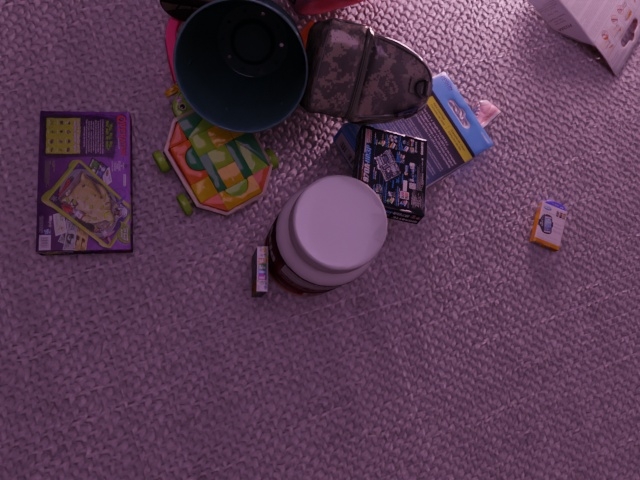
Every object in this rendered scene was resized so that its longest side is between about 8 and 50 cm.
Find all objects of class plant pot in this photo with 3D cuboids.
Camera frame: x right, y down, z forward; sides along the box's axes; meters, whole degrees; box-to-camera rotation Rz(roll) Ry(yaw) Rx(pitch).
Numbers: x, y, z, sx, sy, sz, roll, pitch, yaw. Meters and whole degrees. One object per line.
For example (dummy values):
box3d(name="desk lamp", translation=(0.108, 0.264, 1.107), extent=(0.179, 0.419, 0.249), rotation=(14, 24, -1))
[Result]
box3d(name="plant pot", translation=(-0.172, -0.432, 1.331), extent=(0.293, 0.235, 0.293), rotation=(0, 123, 0))

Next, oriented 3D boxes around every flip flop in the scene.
box3d(name="flip flop", translation=(-0.262, -0.584, 1.442), extent=(0.277, 0.112, 0.080), rotation=(13, 61, -6))

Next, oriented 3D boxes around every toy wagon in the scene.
box3d(name="toy wagon", translation=(-0.274, -0.234, 1.410), extent=(0.267, 0.068, 0.344), rotation=(-31, 99, -16))

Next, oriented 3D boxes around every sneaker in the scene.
box3d(name="sneaker", translation=(0.443, -0.346, 1.614), extent=(0.134, 0.051, 0.070), rotation=(-41, 88, -19))

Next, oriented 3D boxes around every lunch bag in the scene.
box3d(name="lunch bag", translation=(0.096, -0.372, 1.307), extent=(0.256, 0.305, 0.212), rotation=(8, 105, -11))

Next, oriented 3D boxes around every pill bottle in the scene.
box3d(name="pill bottle", translation=(0.000, 0.000, 1.276), extent=(0.224, 0.392, 0.224), rotation=(2, 79, -12))

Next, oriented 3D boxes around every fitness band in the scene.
box3d(name="fitness band", translation=(-0.289, -0.479, 1.483), extent=(0.209, 0.054, 0.291), rotation=(-12, 83, -14))

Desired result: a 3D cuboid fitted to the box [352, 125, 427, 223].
box3d(name="box", translation=(0.167, -0.161, 1.381), extent=(0.175, 0.051, 0.220), rotation=(11, 65, -10))

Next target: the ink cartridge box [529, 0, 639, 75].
box3d(name="ink cartridge box", translation=(0.844, -0.739, 1.775), extent=(0.385, 0.091, 0.308), rotation=(41, 73, -19))

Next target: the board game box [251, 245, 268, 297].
box3d(name="board game box", translation=(-0.145, 0.077, 1.355), extent=(0.026, 0.154, 0.103), rotation=(2, 79, -11))

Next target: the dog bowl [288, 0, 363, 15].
box3d(name="dog bowl", translation=(0.076, -0.697, 1.442), extent=(0.408, 0.408, 0.150), rotation=(-21, 102, -15))

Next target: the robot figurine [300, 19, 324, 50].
box3d(name="robot figurine", translation=(0.029, -0.472, 1.511), extent=(0.128, 0.158, 0.219), rotation=(-31, 86, 7))

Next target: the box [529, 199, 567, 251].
box3d(name="box", translation=(0.644, -0.045, 1.611), extent=(0.081, 0.028, 0.136), rotation=(21, 74, -7))

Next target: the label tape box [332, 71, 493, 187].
box3d(name="label tape box", translation=(0.246, -0.260, 1.525), extent=(0.348, 0.115, 0.249), rotation=(-31, 86, -18))

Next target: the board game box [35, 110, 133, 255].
box3d(name="board game box", translation=(-0.556, -0.139, 1.360), extent=(0.208, 0.056, 0.347), rotation=(-2, 78, -8))
